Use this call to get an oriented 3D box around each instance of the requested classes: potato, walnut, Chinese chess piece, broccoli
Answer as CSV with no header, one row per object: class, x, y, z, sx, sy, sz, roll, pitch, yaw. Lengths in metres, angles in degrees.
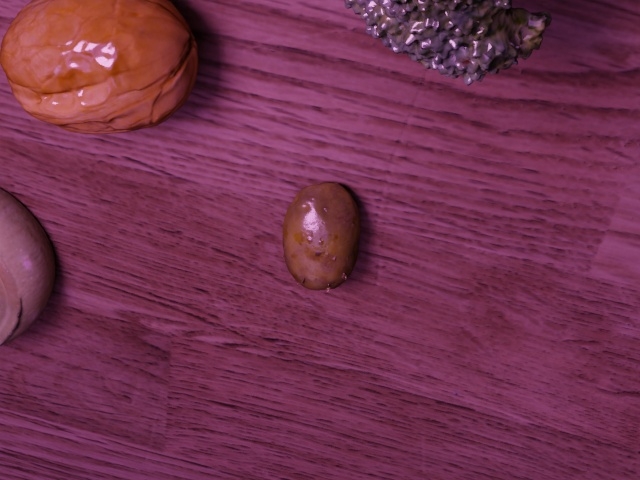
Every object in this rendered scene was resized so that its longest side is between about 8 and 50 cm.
potato,0.000,0.000,0.920,0.091,0.070,0.138,8,123,8
walnut,-0.228,-0.187,0.808,0.206,0.159,0.159,-7,120,16
Chinese chess piece,-0.481,0.032,1.041,0.250,0.101,0.250,6,124,9
broccoli,0.105,-0.287,0.614,0.235,0.260,0.288,23,123,16
